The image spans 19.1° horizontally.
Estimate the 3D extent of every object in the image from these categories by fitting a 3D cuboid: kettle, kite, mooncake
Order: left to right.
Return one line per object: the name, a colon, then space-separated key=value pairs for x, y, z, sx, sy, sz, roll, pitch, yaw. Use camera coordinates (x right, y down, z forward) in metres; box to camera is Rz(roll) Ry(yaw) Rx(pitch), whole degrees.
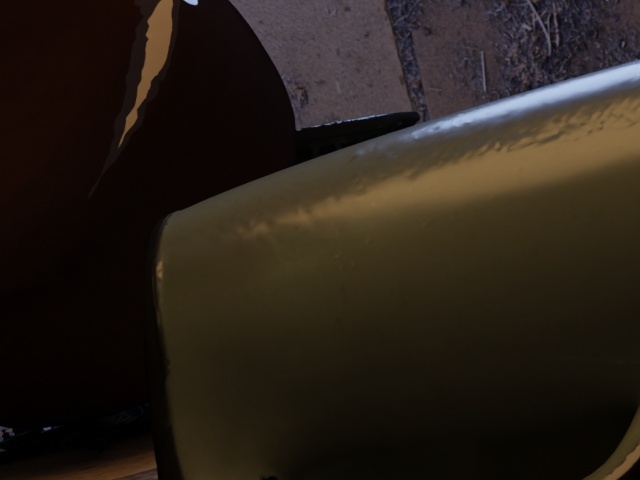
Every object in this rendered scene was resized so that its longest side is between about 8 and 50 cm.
mooncake: x=-0.167 y=-0.024 z=1.241 sx=0.334 sy=0.174 sz=0.326 roll=-41 pitch=41 yaw=7
kite: x=-0.117 y=0.115 z=1.246 sx=0.321 sy=0.016 sz=0.234 roll=-12 pitch=2 yaw=8
kettle: x=0.062 y=0.042 z=0.733 sx=0.255 sy=0.165 sz=0.240 roll=-13 pitch=32 yaw=9

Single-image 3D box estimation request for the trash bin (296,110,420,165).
trash bin: x=0.000 y=0.000 z=1.390 sx=0.175 sy=0.161 sz=0.175 roll=-10 pitch=1 yaw=0
